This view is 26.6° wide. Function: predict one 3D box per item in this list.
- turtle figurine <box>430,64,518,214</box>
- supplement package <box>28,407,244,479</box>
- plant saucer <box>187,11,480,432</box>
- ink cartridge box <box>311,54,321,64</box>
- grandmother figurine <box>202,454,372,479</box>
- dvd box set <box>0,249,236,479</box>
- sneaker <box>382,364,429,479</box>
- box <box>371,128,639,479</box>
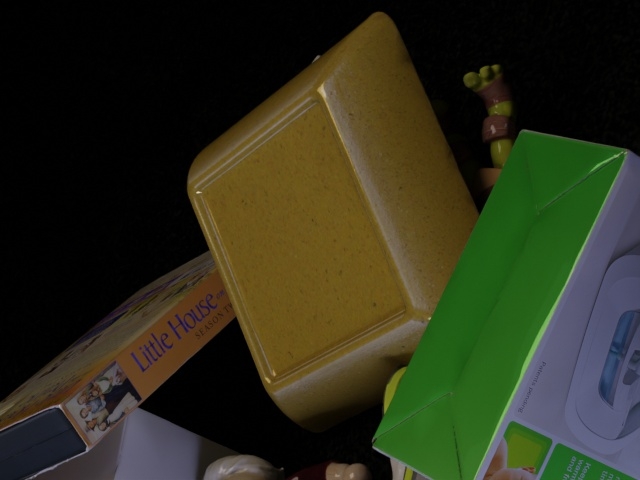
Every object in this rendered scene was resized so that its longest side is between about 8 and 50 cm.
[{"bbox_3d":[0.176,-0.051,1.271,0.269,0.087,0.217,-41,56,46],"label":"turtle figurine"},{"bbox_3d":[-0.238,0.325,1.494,0.293,0.175,0.177,-27,44,42],"label":"supplement package"},{"bbox_3d":[0.000,0.000,1.314,0.333,0.081,0.332,-33,76,44],"label":"plant saucer"},{"bbox_3d":[0.039,-0.094,1.465,0.127,0.128,0.176,-54,34,11],"label":"ink cartridge box"},{"bbox_3d":[-0.018,0.297,1.283,0.207,0.104,0.342,-54,34,-4],"label":"grandmother figurine"},{"bbox_3d":[-0.227,0.131,1.519,0.308,0.062,0.420,-28,10,41],"label":"dvd box set"},{"bbox_3d":[0.127,0.211,1.137,0.121,0.111,0.300,-34,43,31],"label":"sneaker"},{"bbox_3d":[0.203,0.087,1.000,0.127,0.231,0.262,21,84,58],"label":"box"}]
